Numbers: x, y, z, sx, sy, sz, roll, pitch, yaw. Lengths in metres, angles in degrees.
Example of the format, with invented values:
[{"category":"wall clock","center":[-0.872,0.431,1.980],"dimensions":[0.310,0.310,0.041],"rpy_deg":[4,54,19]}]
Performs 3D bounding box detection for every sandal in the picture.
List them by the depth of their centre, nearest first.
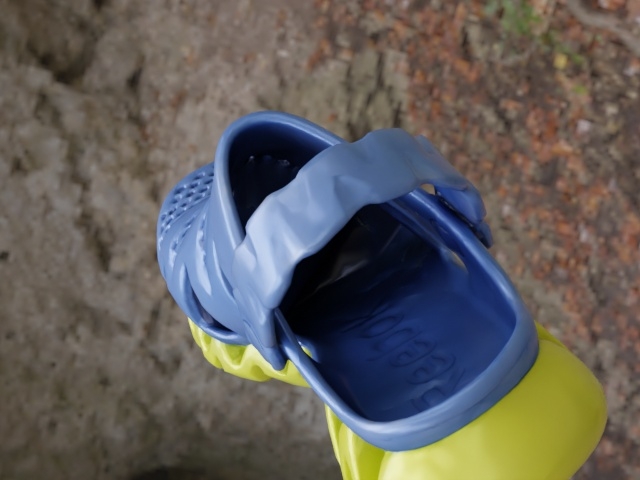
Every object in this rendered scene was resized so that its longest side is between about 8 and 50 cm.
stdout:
[{"category":"sandal","center":[0.000,0.000,0.612],"dimensions":[0.126,0.138,0.317],"rpy_deg":[-35,24,-13]}]
